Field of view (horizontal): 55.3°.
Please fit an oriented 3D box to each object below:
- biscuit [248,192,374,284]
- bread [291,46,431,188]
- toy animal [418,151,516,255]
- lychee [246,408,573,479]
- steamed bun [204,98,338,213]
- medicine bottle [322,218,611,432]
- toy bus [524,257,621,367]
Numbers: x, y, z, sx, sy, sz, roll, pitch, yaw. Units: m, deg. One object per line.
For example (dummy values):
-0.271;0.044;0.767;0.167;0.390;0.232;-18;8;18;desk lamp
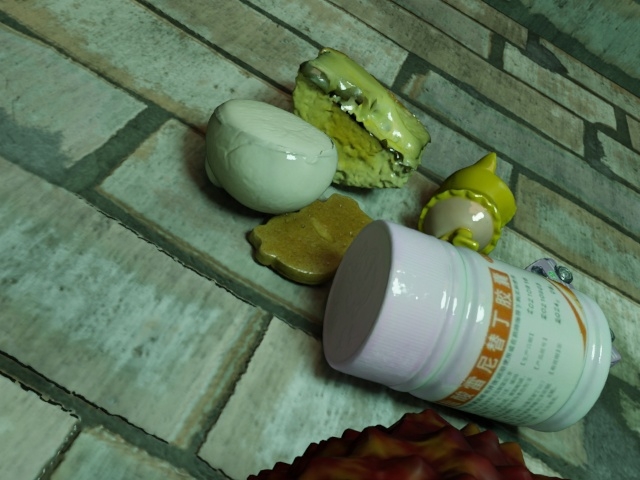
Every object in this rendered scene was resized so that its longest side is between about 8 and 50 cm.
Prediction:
0.000;0.000;0.915;0.166;0.036;0.225;43;43;18;biscuit
0.059;-0.201;1.054;0.262;0.163;0.204;46;40;-7;bread
0.242;-0.044;1.034;0.156;0.156;0.229;31;38;-2;toy animal
0.028;0.316;0.317;0.425;0.424;0.500;33;23;1;lychee
-0.082;-0.119;0.900;0.177;0.130;0.228;-3;32;-38;steamed bun
0.183;0.114;0.791;0.316;0.202;0.202;18;42;-15;medicine bottle
0.373;0.131;0.979;0.108;0.096;0.199;-7;57;-32;toy bus
